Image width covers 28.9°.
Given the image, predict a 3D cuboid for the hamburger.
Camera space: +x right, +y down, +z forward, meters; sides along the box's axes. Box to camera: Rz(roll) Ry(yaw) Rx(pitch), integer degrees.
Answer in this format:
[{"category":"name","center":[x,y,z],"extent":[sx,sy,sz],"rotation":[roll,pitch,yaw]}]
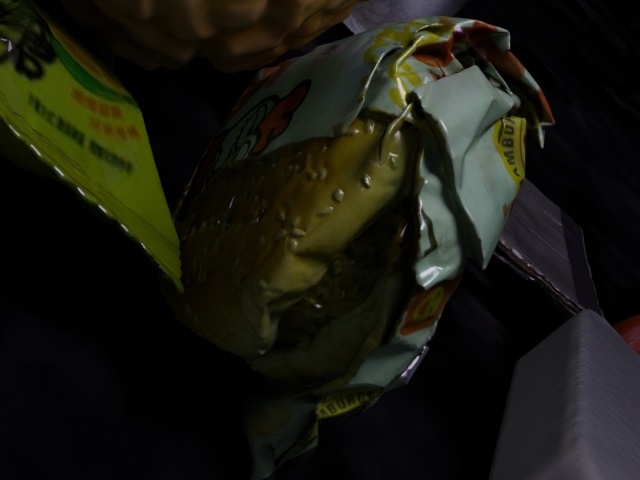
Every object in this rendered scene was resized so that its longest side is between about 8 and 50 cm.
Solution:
[{"category":"hamburger","center":[0.000,0.004,0.583],"extent":[0.125,0.235,0.214],"rotation":[34,-7,-12]}]

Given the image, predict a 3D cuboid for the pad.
[{"category":"pad","center":[0.189,-0.016,1.147],"extent":[0.174,0.022,0.233],"rotation":[39,22,-13]}]

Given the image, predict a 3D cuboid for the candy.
[{"category":"candy","center":[-0.144,-0.076,0.605],"extent":[0.149,0.069,0.246],"rotation":[38,8,-36]}]

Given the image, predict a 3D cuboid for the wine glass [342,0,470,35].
[{"category":"wine glass","center":[0.176,-0.305,1.185],"extent":[0.190,0.357,0.190],"rotation":[34,26,-19]}]

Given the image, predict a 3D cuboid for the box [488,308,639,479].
[{"category":"box","center":[0.247,0.222,0.711],"extent":[0.367,0.090,0.373],"rotation":[47,15,2]}]

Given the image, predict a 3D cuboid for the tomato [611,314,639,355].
[{"category":"tomato","center":[0.315,0.137,0.986],"extent":[0.225,0.085,0.225],"rotation":[42,12,-12]}]

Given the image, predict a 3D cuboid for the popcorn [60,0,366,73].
[{"category":"popcorn","center":[-0.061,-0.236,0.621],"extent":[0.332,0.225,0.264],"rotation":[61,24,-65]}]
